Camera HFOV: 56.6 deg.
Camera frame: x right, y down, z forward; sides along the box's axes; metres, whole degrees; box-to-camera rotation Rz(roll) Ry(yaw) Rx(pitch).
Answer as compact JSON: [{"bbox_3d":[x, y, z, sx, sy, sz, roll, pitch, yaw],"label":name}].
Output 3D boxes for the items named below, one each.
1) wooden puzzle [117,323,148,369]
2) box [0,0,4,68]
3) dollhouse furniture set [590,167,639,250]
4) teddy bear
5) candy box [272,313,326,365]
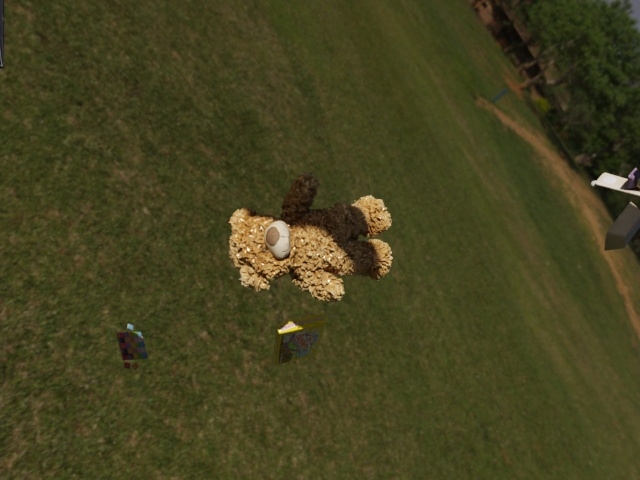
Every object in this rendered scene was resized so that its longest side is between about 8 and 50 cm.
[{"bbox_3d":[-0.325,0.183,1.030,0.049,0.006,0.083,9,55,-55],"label":"wooden puzzle"},{"bbox_3d":[-0.360,-0.205,0.380,0.247,0.142,0.163,5,80,-58],"label":"box"},{"bbox_3d":[0.353,-0.054,0.724,0.081,0.114,0.091,26,-35,38],"label":"dollhouse furniture set"},{"bbox_3d":[0.000,0.000,1.132,0.338,0.245,0.113,16,-1,-27],"label":"teddy bear"},{"bbox_3d":[-0.050,0.224,1.330,0.206,0.105,0.027,101,-29,-59],"label":"candy box"}]
